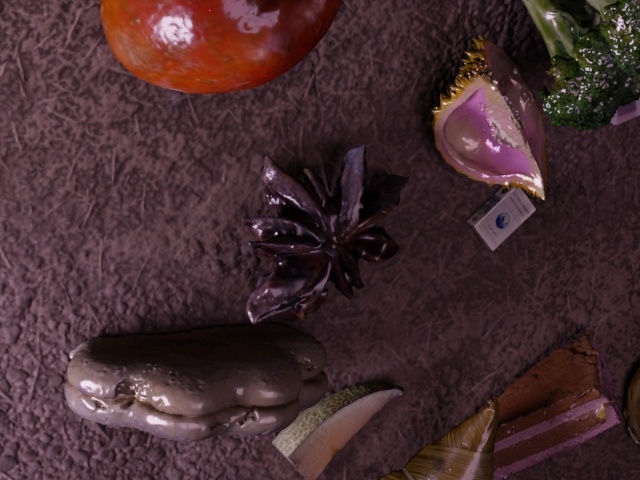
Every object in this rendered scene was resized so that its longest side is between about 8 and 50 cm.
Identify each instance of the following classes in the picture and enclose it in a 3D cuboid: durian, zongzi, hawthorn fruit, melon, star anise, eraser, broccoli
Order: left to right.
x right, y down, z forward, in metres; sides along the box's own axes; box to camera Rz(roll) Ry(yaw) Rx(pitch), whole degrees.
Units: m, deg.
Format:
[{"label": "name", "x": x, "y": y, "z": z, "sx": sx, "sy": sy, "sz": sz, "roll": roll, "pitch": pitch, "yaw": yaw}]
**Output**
[{"label": "hawthorn fruit", "x": -0.103, "y": -0.291, "z": 1.578, "sx": 0.284, "sy": 0.284, "sz": 0.284, "roll": -10, "pitch": 115, "yaw": -22}, {"label": "star anise", "x": 0.000, "y": -0.004, "z": 1.828, "sx": 0.282, "sy": 0.129, "sz": 0.212, "roll": -41, "pitch": 129, "yaw": -15}, {"label": "melon", "x": 0.027, "y": 0.242, "z": 1.985, "sx": 0.182, "sy": 0.054, "sz": 0.098, "roll": -45, "pitch": 129, "yaw": -2}, {"label": "zongzi", "x": 0.216, "y": 0.369, "z": 2.072, "sx": 0.286, "sy": 0.134, "sz": 0.288, "roll": 34, "pitch": 102, "yaw": -37}, {"label": "durian", "x": 0.222, "y": -0.154, "z": 1.864, "sx": 0.182, "sy": 0.132, "sz": 0.165, "roll": 24, "pitch": 92, "yaw": -28}, {"label": "broccoli", "x": 0.346, "y": -0.293, "z": 1.802, "sx": 0.283, "sy": 0.321, "sz": 0.304, "roll": 31, "pitch": 110, "yaw": 5}, {"label": "eraser", "x": 0.426, "y": -0.203, "z": 2.003, "sx": 0.105, "sy": 0.026, "sz": 0.065, "roll": -25, "pitch": 117, "yaw": -14}]

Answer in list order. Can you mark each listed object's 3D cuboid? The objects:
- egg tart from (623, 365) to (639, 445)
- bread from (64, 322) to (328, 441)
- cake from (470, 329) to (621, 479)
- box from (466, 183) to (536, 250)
[{"label": "egg tart", "x": 0.572, "y": 0.241, "z": 2.230, "sx": 0.231, "sy": 0.098, "sz": 0.252, "roll": -16, "pitch": 121, "yaw": -16}, {"label": "bread", "x": -0.135, "y": 0.175, "z": 1.803, "sx": 0.337, "sy": 0.183, "sz": 0.102, "roll": -3, "pitch": 104, "yaw": -26}, {"label": "cake", "x": 0.302, "y": 0.264, "z": 2.100, "sx": 0.295, "sy": 0.113, "sz": 0.116, "roll": -36, "pitch": 122, "yaw": 6}, {"label": "box", "x": 0.243, "y": -0.034, "z": 1.988, "sx": 0.083, "sy": 0.024, "sz": 0.054, "roll": -43, "pitch": 125, "yaw": -5}]
